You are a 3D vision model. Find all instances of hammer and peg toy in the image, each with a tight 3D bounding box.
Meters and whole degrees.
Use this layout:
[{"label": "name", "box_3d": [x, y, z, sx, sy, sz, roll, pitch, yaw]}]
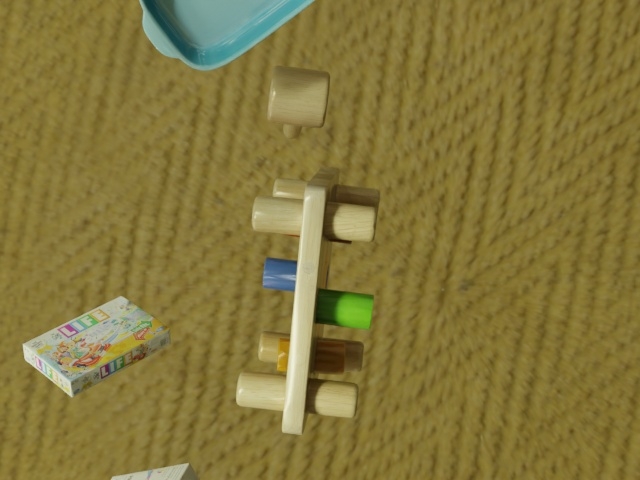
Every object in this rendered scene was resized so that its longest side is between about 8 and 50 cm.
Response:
[{"label": "hammer and peg toy", "box_3d": [0.000, 0.000, 1.233, 0.127, 0.266, 0.361, 6, 98, 3]}]

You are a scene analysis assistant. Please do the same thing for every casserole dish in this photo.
[{"label": "casserole dish", "box_3d": [-0.074, -0.232, 1.001, 0.188, 0.037, 0.114, -36, 115, 2]}]

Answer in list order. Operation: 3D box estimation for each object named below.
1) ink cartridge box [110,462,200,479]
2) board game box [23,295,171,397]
[{"label": "ink cartridge box", "box_3d": [-0.211, 0.321, 1.370, 0.122, 0.088, 0.052, -17, 113, 27]}, {"label": "board game box", "box_3d": [-0.282, 0.132, 1.452, 0.103, 0.154, 0.026, 28, 131, 36]}]
